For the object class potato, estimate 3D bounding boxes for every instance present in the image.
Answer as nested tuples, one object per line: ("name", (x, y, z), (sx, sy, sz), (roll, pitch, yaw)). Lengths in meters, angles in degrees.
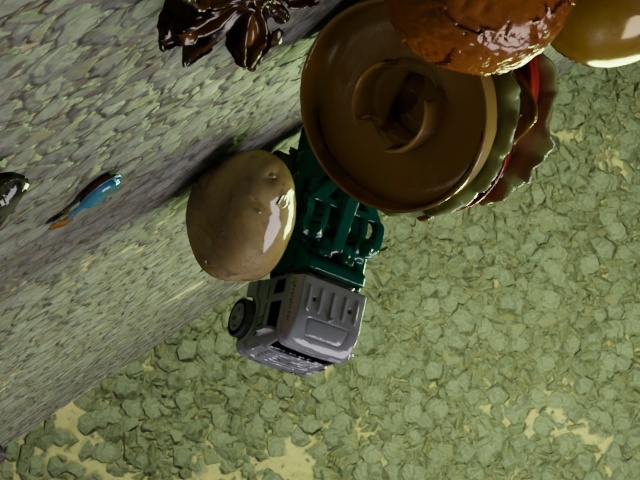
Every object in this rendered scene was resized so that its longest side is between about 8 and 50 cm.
("potato", (-0.105, -0.025, 1.934), (0.128, 0.161, 0.234), (-31, -176, -34))

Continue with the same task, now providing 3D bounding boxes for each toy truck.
("toy truck", (-0.004, 0.003, 2.071), (0.178, 0.176, 0.364), (-11, -119, 60))

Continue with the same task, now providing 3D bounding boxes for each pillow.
("pillow", (-0.353, 0.012, 1.346), (0.241, 0.051, 0.093), (-37, 179, 37))

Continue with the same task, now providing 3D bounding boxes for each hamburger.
("hamburger", (0.131, -0.159, 1.637), (0.274, 0.274, 0.212), (-38, 167, 35))

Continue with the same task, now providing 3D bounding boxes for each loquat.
("loquat", (0.354, -0.324, 1.768), (0.235, 0.235, 0.235), (-34, 175, -4))

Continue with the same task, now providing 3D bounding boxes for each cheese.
("cheese", (-0.258, -0.043, 1.632), (0.111, 0.017, 0.047), (-37, 171, 24))

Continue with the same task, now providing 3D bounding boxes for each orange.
("orange", (0.147, -0.250, 1.380), (0.193, 0.193, 0.161), (-34, -179, -10))

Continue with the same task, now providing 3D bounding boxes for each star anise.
("star anise", (-0.036, -0.206, 1.190), (0.234, 0.073, 0.177), (-4, 145, -46))

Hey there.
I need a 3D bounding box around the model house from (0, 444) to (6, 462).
("model house", (-0.393, 0.127, 1.203), (0.202, 0.237, 0.237), (-19, 161, -47))
